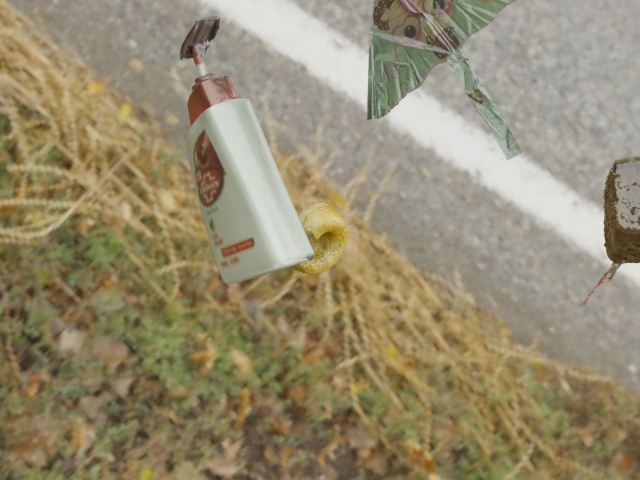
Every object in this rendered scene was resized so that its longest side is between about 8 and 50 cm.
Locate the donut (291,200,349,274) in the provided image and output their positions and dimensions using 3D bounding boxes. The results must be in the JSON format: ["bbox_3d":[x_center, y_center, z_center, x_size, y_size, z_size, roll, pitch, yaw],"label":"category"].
[{"bbox_3d":[0.000,0.000,1.809,0.097,0.108,0.043,-13,37,-40],"label":"donut"}]

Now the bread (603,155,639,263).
[{"bbox_3d":[0.533,-0.046,1.459,0.165,0.416,0.113,55,32,-78],"label":"bread"}]

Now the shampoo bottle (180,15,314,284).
[{"bbox_3d":[-0.099,-0.096,1.416,0.071,0.153,0.284,-18,88,-28],"label":"shampoo bottle"}]

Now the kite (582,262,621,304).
[{"bbox_3d":[0.440,0.021,1.865,0.009,0.189,0.232,39,0,16],"label":"kite"}]

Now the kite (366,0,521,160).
[{"bbox_3d":[0.132,-0.190,1.296,0.250,0.229,0.012,56,24,9],"label":"kite"}]
